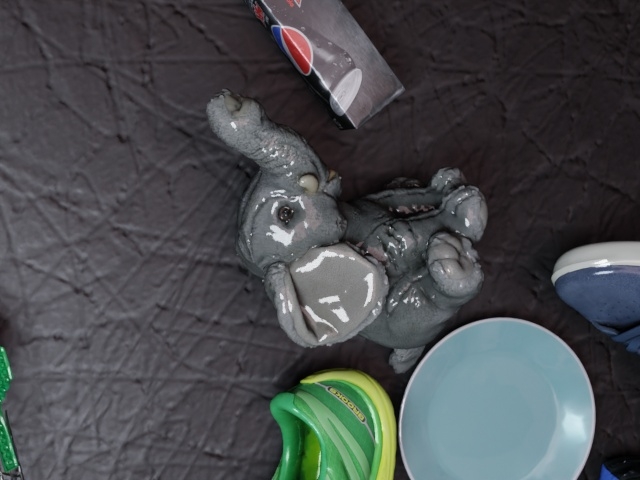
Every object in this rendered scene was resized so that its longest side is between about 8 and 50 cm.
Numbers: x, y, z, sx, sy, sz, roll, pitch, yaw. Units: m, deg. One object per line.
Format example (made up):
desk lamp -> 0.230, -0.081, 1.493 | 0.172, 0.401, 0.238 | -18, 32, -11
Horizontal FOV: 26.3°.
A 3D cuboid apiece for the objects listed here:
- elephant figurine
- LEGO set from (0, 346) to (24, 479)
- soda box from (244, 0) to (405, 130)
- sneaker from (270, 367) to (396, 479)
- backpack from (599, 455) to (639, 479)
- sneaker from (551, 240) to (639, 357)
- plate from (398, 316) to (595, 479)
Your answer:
elephant figurine -> 0.000, 0.000, 1.110 | 0.239, 0.169, 0.186 | 6, 76, -21
LEGO set -> -0.340, 0.227, 1.048 | 0.255, 0.192, 0.331 | -35, 112, -40
soda box -> -0.005, -0.175, 1.150 | 0.060, 0.053, 0.169 | -39, 100, -10
sneaker -> -0.002, 0.256, 1.135 | 0.123, 0.109, 0.296 | -1, 84, -36
backpack -> 0.306, 0.248, 1.226 | 0.120, 0.098, 0.101 | 12, 93, -15
sneaker -> 0.348, 0.124, 1.198 | 0.350, 0.131, 0.148 | 26, 65, -13
plate -> 0.155, 0.160, 1.220 | 0.188, 0.024, 0.188 | -1, 94, -16
